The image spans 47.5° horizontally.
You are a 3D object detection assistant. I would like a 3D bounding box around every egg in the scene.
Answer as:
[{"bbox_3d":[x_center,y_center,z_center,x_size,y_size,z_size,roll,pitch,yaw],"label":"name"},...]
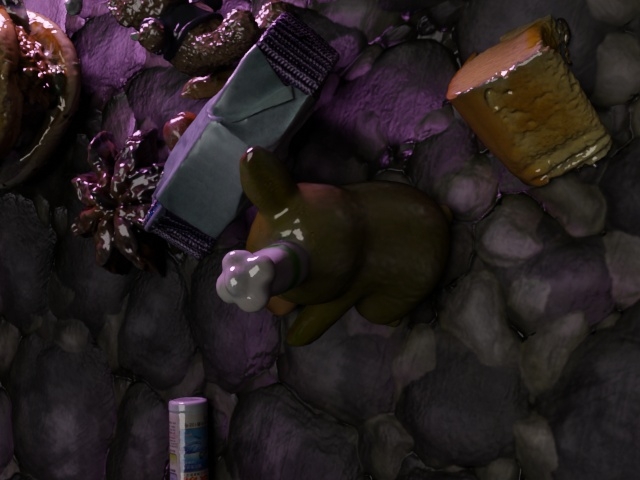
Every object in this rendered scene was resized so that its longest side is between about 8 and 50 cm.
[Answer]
[{"bbox_3d":[-0.057,0.060,0.983,0.071,0.071,0.083,-14,95,30],"label":"egg"}]

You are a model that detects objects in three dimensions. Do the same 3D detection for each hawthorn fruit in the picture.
[{"bbox_3d":[-0.190,-0.142,1.088,0.066,0.067,0.103,-30,99,26],"label":"hawthorn fruit"}]

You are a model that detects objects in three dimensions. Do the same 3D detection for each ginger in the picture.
[{"bbox_3d":[-0.145,-0.230,1.069,0.137,0.044,0.057,9,109,33],"label":"ginger"}]

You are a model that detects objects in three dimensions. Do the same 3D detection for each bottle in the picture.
[{"bbox_3d":[-0.191,0.339,1.053,0.060,0.060,0.217,-3,86,31],"label":"bottle"}]

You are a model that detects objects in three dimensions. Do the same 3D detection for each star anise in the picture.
[{"bbox_3d":[-0.309,-0.060,1.125,0.236,0.109,0.223,45,114,23],"label":"star anise"}]

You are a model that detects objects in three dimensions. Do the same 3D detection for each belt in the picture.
[{"bbox_3d":[-0.099,-0.124,0.911,0.122,0.260,0.325,36,111,-9],"label":"belt"}]

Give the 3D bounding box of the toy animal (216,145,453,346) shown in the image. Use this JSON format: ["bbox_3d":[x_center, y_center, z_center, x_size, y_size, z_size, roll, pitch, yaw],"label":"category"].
[{"bbox_3d":[-0.007,0.008,0.803,0.180,0.363,0.181,-33,67,40],"label":"toy animal"}]

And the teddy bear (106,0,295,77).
[{"bbox_3d":[-0.175,-0.295,1.018,0.251,0.182,0.129,25,123,15],"label":"teddy bear"}]

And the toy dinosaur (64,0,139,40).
[{"bbox_3d":[-0.307,-0.446,1.139,0.205,0.092,0.393,-18,80,19],"label":"toy dinosaur"}]

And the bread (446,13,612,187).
[{"bbox_3d":[0.236,-0.166,0.829,0.140,0.169,0.160,-28,33,26],"label":"bread"}]

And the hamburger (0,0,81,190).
[{"bbox_3d":[-0.550,-0.265,1.228,0.276,0.195,0.318,-26,77,24],"label":"hamburger"}]
